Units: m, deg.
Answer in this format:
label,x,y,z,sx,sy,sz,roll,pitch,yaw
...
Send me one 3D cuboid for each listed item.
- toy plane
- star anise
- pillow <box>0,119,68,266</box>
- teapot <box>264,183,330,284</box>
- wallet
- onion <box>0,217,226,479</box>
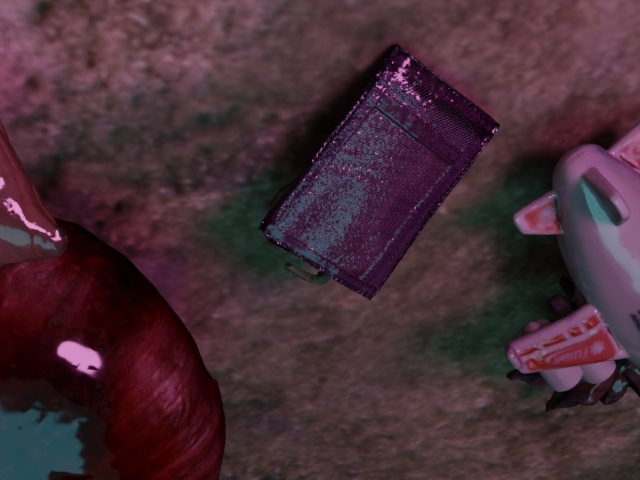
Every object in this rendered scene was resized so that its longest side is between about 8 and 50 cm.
label,x,y,z,sx,sy,sz,roll,pitch,yaw
toy plane,0.249,0.021,0.843,0.252,0.118,0.252,-7,121,-12
star anise,0.272,0.095,0.980,0.182,0.065,0.195,5,127,-20
pillow,-0.298,-0.050,0.685,0.236,0.084,0.223,-24,95,13
teapot,0.000,0.000,0.849,0.057,0.067,0.083,12,166,47
wallet,0.044,-0.045,0.788,0.111,0.030,0.166,30,101,-33
onion,-0.249,0.153,0.815,0.347,0.285,0.348,7,128,9
